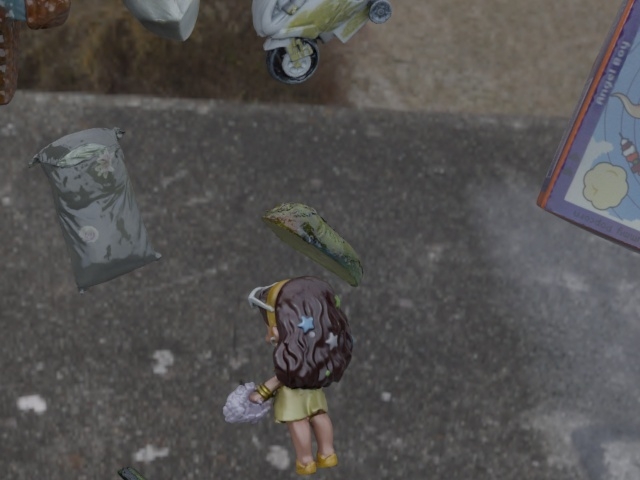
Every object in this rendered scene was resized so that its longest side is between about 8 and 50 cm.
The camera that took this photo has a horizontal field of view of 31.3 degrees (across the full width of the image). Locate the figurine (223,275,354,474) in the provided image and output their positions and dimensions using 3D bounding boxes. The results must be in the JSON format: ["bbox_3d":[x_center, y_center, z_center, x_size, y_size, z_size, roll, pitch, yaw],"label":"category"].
[{"bbox_3d":[-0.024,0.163,1.408,0.115,0.240,0.174,9,12,39],"label":"figurine"}]

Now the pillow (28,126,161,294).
[{"bbox_3d":[-0.360,-0.054,1.863,0.169,0.255,0.059,-22,10,-25],"label":"pillow"}]

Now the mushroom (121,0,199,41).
[{"bbox_3d":[-0.317,-0.450,1.989,0.270,0.118,0.103,41,69,15],"label":"mushroom"}]

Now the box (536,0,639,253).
[{"bbox_3d":[0.464,-0.135,1.337,0.318,0.349,0.257,25,6,9],"label":"box"}]

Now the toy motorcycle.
[{"bbox_3d":[-0.002,-0.283,1.260,0.151,0.229,0.074,35,16,-34],"label":"toy motorcycle"}]

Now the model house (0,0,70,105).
[{"bbox_3d":[-0.504,-0.297,1.544,0.329,0.295,0.251,19,24,26],"label":"model house"}]

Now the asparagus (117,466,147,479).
[{"bbox_3d":[-0.154,0.347,1.364,0.233,0.023,0.022,39,60,17],"label":"asparagus"}]

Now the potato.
[{"bbox_3d":[0.000,0.000,1.640,0.119,0.198,0.054,11,68,59],"label":"potato"}]
